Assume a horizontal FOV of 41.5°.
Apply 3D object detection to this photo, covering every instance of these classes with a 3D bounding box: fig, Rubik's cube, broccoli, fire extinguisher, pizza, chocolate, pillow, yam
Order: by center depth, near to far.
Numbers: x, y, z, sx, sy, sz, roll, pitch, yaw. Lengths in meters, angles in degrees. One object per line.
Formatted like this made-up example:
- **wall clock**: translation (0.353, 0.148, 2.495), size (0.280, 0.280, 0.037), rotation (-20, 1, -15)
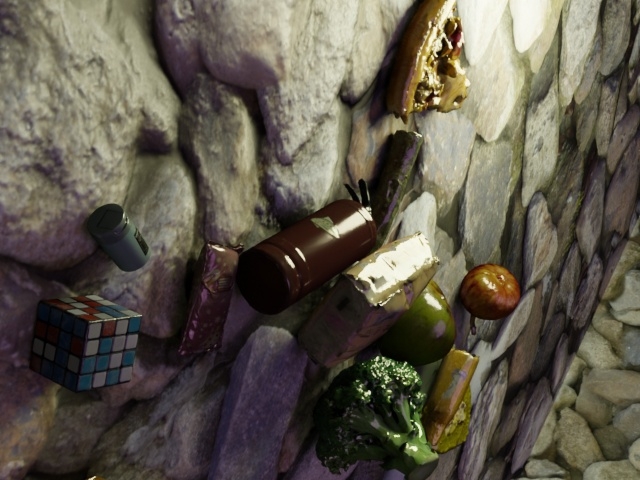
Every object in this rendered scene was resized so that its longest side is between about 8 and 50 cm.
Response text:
- **Rubik's cube**: translation (-0.293, 0.127, 1.055), size (0.092, 0.092, 0.092), rotation (-1, 106, -57)
- **pillow**: translation (-0.168, 0.086, 1.284), size (0.118, 0.043, 0.185), rotation (2, 107, -65)
- **fire extinguisher**: translation (0.000, 0.000, 1.442), size (0.337, 0.114, 0.136), rotation (-30, 102, -48)
- **yam**: translation (0.130, -0.083, 1.654), size (0.061, 0.061, 0.274), rotation (22, 87, -59)
- **pizza**: translation (0.213, -0.312, 1.656), size (0.251, 0.074, 0.288), rotation (-53, 143, -24)
- **broccoli**: translation (0.115, 0.366, 1.674), size (0.270, 0.270, 0.270), rotation (-29, 145, -23)
- **fig**: translation (0.201, 0.181, 1.803), size (0.191, 0.181, 0.181), rotation (-47, 151, 12)
- **chocolate**: translation (0.276, 0.343, 1.844), size (0.085, 0.085, 0.220), rotation (28, 81, -59)
- **fig**: translation (0.428, 0.137, 2.172), size (0.149, 0.148, 0.202), rotation (-36, 174, -11)

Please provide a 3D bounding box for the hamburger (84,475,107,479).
- **hamburger**: translation (-0.263, 0.526, 1.099), size (0.395, 0.277, 0.396), rotation (-16, 110, -54)

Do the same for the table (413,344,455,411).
- **table**: translation (0.201, 0.306, 1.900), size (0.220, 0.126, 0.126), rotation (-57, 146, -25)

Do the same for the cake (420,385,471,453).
- **cake**: translation (0.265, 0.407, 2.031), size (0.260, 0.156, 0.179), rotation (6, 85, -64)

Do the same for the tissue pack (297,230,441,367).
- **tissue pack**: translation (0.101, 0.112, 1.592), size (0.256, 0.123, 0.215), rotation (-25, 158, -48)

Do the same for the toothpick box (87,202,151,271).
- **toothpick box**: translation (-0.257, -0.003, 1.084), size (0.052, 0.052, 0.083), rotation (-57, 147, -24)
